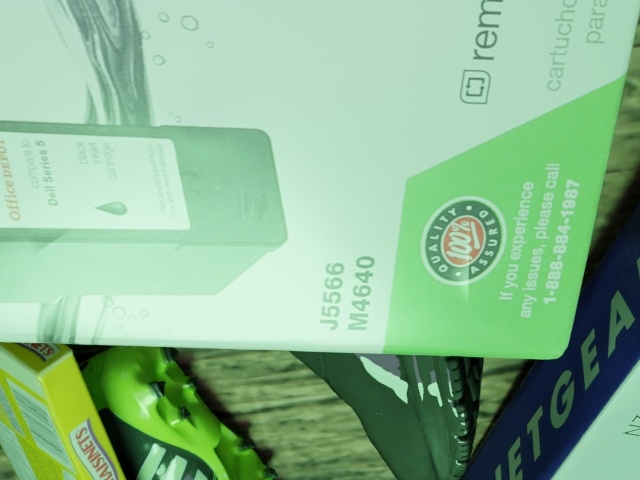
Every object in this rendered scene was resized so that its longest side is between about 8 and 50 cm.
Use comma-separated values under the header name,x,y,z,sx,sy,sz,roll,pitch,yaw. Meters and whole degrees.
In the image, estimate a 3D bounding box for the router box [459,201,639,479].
name,x,y,z,sx,sy,sz,roll,pitch,yaw
router box,0.264,0.102,0.639,0.301,0.082,0.335,12,134,-9

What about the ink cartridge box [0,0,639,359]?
name,x,y,z,sx,sy,sz,roll,pitch,yaw
ink cartridge box,-0.051,-0.075,0.390,0.273,0.114,0.198,1,121,-6

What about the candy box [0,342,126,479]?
name,x,y,z,sx,sy,sz,roll,pitch,yaw
candy box,-0.140,0.116,0.673,0.027,0.105,0.205,-36,134,-27

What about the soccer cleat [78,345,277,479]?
name,x,y,z,sx,sy,sz,roll,pitch,yaw
soccer cleat,-0.079,0.127,0.705,0.072,0.060,0.179,-16,121,26

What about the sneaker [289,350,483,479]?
name,x,y,z,sx,sy,sz,roll,pitch,yaw
sneaker,0.000,0.000,0.579,0.130,0.109,0.286,-10,119,17
